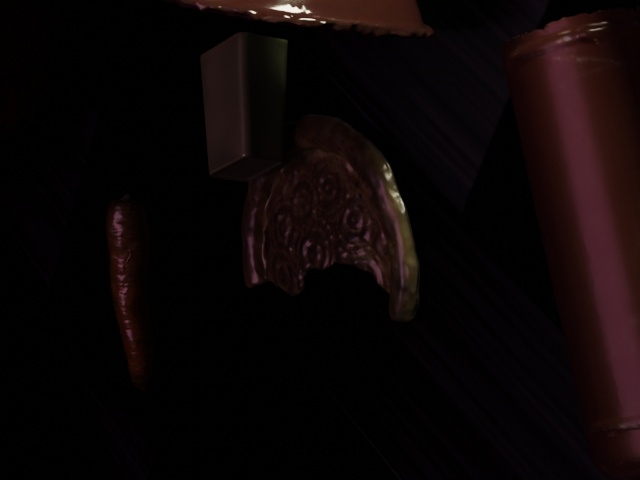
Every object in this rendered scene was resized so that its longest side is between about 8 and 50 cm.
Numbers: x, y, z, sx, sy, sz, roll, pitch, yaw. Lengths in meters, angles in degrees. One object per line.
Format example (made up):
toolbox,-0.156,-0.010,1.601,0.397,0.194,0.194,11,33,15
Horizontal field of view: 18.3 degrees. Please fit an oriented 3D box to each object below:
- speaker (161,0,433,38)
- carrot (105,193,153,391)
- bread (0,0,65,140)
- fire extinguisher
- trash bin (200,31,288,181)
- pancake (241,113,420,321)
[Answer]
speaker,-0.045,-0.299,1.256,0.259,0.198,0.329,7,98,28
carrot,-0.152,0.044,1.602,0.035,0.035,0.165,14,111,51
bread,-0.310,-0.205,1.673,0.232,0.135,0.247,38,126,43
fire extinguisher,0.179,0.045,1.114,0.147,0.106,0.337,153,106,-78
trash bin,-0.054,-0.094,1.414,0.061,0.043,0.092,-24,62,53
pancake,0.000,0.000,1.402,0.190,0.020,0.184,-47,61,47
